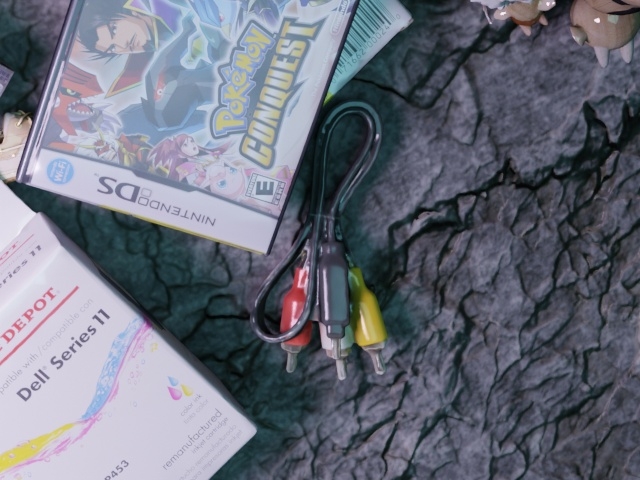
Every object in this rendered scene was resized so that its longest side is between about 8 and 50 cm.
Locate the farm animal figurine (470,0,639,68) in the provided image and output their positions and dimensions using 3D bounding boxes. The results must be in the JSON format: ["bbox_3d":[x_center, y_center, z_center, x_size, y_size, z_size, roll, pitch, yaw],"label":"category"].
[{"bbox_3d":[0.299,-0.261,1.372,0.330,0.327,0.172,-17,92,7],"label":"farm animal figurine"}]

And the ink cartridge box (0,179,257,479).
[{"bbox_3d":[-0.255,0.122,1.368,0.207,0.119,0.353,-45,117,-2],"label":"ink cartridge box"}]

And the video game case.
[{"bbox_3d":[-0.120,-0.147,1.340,0.248,0.035,0.275,17,102,-14],"label":"video game case"}]

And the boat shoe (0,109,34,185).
[{"bbox_3d":[-0.286,-0.093,1.374,0.170,0.063,0.059,-24,111,-9],"label":"boat shoe"}]

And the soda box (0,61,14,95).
[{"bbox_3d":[-0.407,-0.178,1.273,0.263,0.083,0.092,30,90,-37],"label":"soda box"}]

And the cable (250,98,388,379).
[{"bbox_3d":[0.000,0.000,1.488,0.139,0.072,0.287,0,88,2],"label":"cable"}]

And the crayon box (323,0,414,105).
[{"bbox_3d":[-0.091,-0.260,1.385,0.202,0.081,0.318,-44,109,-2],"label":"crayon box"}]
